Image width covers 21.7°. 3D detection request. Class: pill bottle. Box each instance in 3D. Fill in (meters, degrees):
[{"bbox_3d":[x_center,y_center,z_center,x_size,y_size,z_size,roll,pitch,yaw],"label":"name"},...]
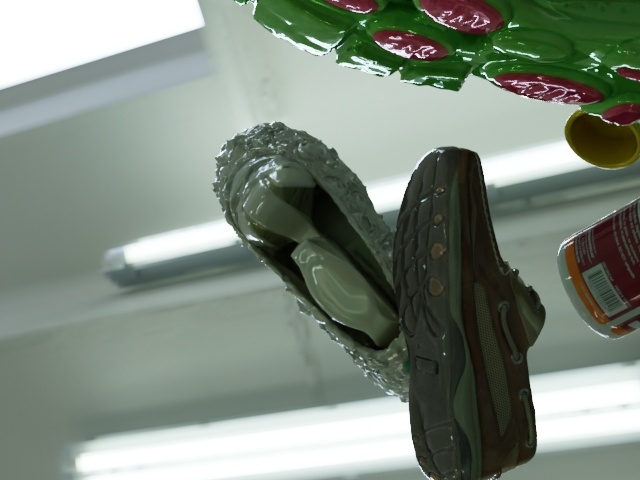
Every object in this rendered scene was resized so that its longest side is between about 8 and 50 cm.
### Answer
[{"bbox_3d":[0.256,0.004,1.213,0.086,0.152,0.086,38,-145,-33],"label":"pill bottle"}]

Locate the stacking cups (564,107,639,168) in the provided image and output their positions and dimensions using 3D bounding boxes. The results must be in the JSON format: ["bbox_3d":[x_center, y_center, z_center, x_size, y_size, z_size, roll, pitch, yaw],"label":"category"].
[{"bbox_3d":[0.385,-0.227,2.007,0.096,0.096,0.316,55,-133,-32],"label":"stacking cups"}]

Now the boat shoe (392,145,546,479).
[{"bbox_3d":[0.144,0.070,1.560,0.116,0.123,0.324,-8,-78,-21],"label":"boat shoe"}]

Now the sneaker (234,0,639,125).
[{"bbox_3d":[0.114,-0.202,1.018,0.483,0.185,0.202,12,-108,-34],"label":"sneaker"}]

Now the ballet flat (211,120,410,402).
[{"bbox_3d":[0.000,0.000,1.735,0.409,0.147,0.147,46,-163,32],"label":"ballet flat"}]
